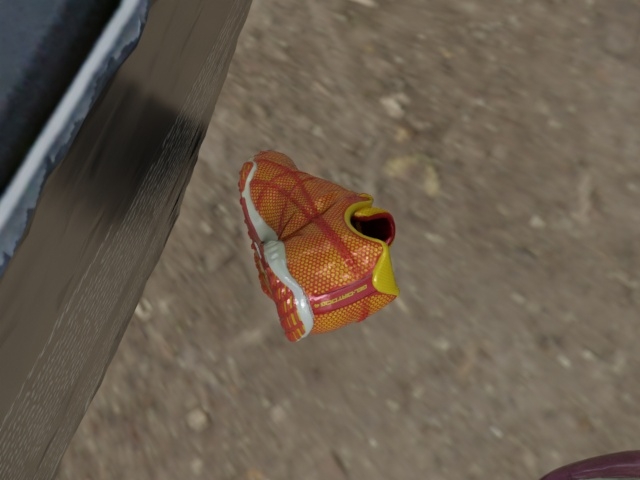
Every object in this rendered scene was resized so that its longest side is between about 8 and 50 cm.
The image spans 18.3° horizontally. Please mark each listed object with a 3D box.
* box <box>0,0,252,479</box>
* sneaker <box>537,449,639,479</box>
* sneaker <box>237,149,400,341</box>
[{"bbox_3d":[-0.273,-0.096,0.573,0.480,0.472,0.297,26,64,-2],"label":"box"},{"bbox_3d":[0.168,0.098,0.740,0.186,0.084,0.069,2,117,10],"label":"sneaker"},{"bbox_3d":[0.000,0.000,0.949,0.067,0.175,0.064,-17,115,-5],"label":"sneaker"}]
